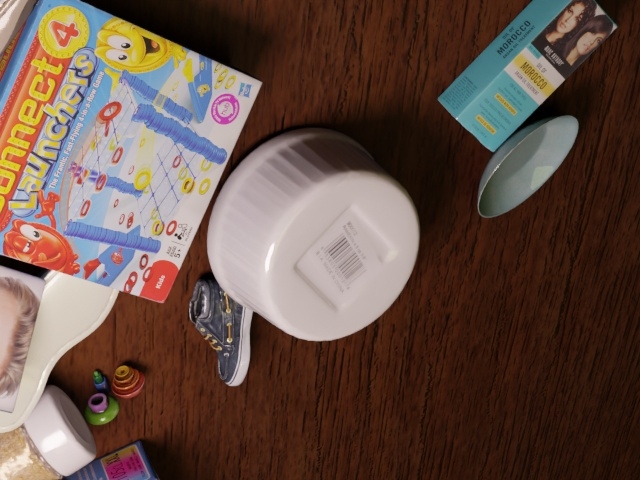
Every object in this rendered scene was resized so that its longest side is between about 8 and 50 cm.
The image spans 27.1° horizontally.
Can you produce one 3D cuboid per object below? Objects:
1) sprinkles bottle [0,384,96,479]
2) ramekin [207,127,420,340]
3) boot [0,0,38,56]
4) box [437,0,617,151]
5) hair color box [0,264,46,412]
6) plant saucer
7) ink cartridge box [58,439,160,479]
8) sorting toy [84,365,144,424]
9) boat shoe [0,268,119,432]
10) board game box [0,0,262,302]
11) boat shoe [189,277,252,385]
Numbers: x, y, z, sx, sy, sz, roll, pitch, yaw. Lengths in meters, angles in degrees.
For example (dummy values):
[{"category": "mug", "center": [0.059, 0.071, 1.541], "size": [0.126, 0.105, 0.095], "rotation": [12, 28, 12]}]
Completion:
[{"category": "sprinkles bottle", "center": [-0.483, 0.336, 1.803], "size": [0.355, 0.121, 0.121], "rotation": [-32, 133, 0]}, {"category": "ramekin", "center": [0.000, 0.000, 1.777], "size": [0.277, 0.135, 0.277], "rotation": [-15, 121, -26]}, {"category": "boot", "center": [-0.393, -0.356, 1.335], "size": [0.284, 0.138, 0.377], "rotation": [19, 121, -37]}, {"category": "box", "center": [0.285, -0.244, 1.829], "size": [0.244, 0.060, 0.100], "rotation": [-46, 132, 10]}, {"category": "hair color box", "center": [-0.488, 0.081, 1.517], "size": [0.347, 0.105, 0.173], "rotation": [24, 75, -53]}, {"category": "plant saucer", "center": [0.289, -0.116, 1.916], "size": [0.195, 0.037, 0.195], "rotation": [-34, 155, -18]}, {"category": "ink cartridge box", "center": [-0.385, 0.503, 1.923], "size": [0.396, 0.151, 0.270], "rotation": [-23, 110, -13]}, {"category": "sorting toy", "center": [-0.296, 0.208, 1.859], "size": [0.102, 0.061, 0.042], "rotation": [-42, 136, -26]}, {"category": "boat shoe", "center": [-0.365, 0.108, 1.727], "size": [0.109, 0.091, 0.305], "rotation": [29, 104, -31]}, {"category": "board game box", "center": [-0.264, -0.111, 1.567], "size": [0.302, 0.086, 0.308], "rotation": [20, 97, -37]}, {"category": "boat shoe", "center": [-0.146, 0.127, 1.880], "size": [0.083, 0.065, 0.183], "rotation": [-5, 118, -25]}]
